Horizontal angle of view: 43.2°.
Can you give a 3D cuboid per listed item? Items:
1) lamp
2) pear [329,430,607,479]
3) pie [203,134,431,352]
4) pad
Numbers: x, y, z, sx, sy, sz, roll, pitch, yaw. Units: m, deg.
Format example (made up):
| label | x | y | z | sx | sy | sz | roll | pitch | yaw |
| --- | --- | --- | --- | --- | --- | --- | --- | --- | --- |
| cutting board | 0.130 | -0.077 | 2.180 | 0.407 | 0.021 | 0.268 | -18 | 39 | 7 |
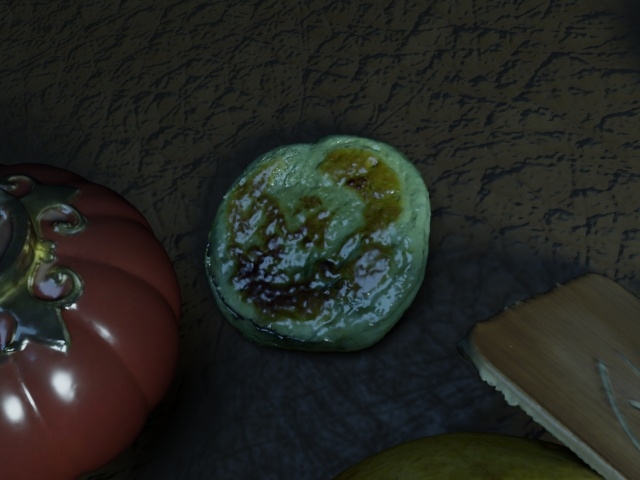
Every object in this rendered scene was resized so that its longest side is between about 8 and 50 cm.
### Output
| label | x | y | z | sx | sy | sz | roll | pitch | yaw |
| --- | --- | --- | --- | --- | --- | --- | --- | --- | --- |
| lamp | -0.269 | 0.073 | 0.686 | 0.302 | 0.257 | 0.303 | 0 | 55 | -1 |
| pear | 0.089 | 0.268 | 0.501 | 0.314 | 0.314 | 0.315 | -5 | 64 | 11 |
| pie | 0.000 | 0.000 | 0.782 | 0.240 | 0.054 | 0.241 | -6 | 64 | 13 |
| pad | 0.262 | 0.128 | 0.565 | 0.286 | 0.284 | 0.018 | 39 | 118 | 26 |
